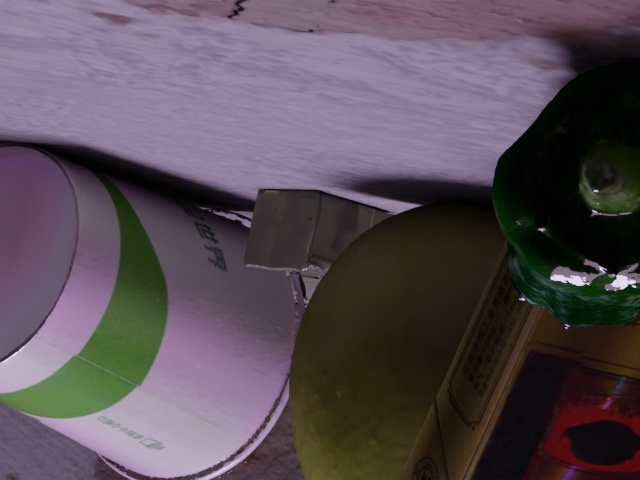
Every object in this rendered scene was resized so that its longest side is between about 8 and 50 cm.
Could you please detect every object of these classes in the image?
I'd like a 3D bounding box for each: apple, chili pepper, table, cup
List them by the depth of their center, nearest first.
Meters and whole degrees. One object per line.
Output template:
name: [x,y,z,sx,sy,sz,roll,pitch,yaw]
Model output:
chili pepper: [0.141,-0.013,0.808,0.136,0.099,0.270,4,172,13]
apple: [0.122,0.113,1.255,0.292,0.254,0.292,3,157,1]
table: [0.000,0.000,1.369,0.083,0.062,0.079,15,173,-39]
cup: [-0.182,0.053,1.439,0.253,0.253,0.274,6,165,35]

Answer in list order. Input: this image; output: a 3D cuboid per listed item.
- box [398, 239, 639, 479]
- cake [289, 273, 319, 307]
box: [0.165,0.082,1.045,0.159,0.240,0.071,12,-155,-21]
cake: [0.027,0.060,1.943,0.121,0.052,0.065,16,170,-38]
